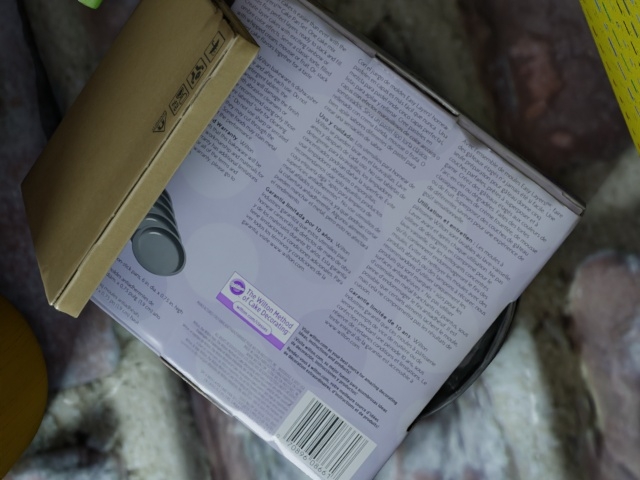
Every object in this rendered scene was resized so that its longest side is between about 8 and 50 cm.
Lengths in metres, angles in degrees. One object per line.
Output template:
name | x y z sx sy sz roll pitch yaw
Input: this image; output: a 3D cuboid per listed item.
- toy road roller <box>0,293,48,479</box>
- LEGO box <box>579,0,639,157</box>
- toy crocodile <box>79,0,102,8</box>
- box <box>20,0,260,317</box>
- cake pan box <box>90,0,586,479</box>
toy road roller | -0.283 0.037 0.772 0.241 0.202 0.329 28 108 -2
LEGO box | 0.303 -0.152 0.484 0.372 0.193 0.500 -23 109 6
toy crocodile | -0.260 -0.278 0.770 0.340 0.105 0.115 42 105 6
box | -0.123 -0.074 0.743 0.021 0.164 0.201 27 107 -32
cake pan box | 0.000 0.000 0.753 0.267 0.070 0.245 37 106 8
